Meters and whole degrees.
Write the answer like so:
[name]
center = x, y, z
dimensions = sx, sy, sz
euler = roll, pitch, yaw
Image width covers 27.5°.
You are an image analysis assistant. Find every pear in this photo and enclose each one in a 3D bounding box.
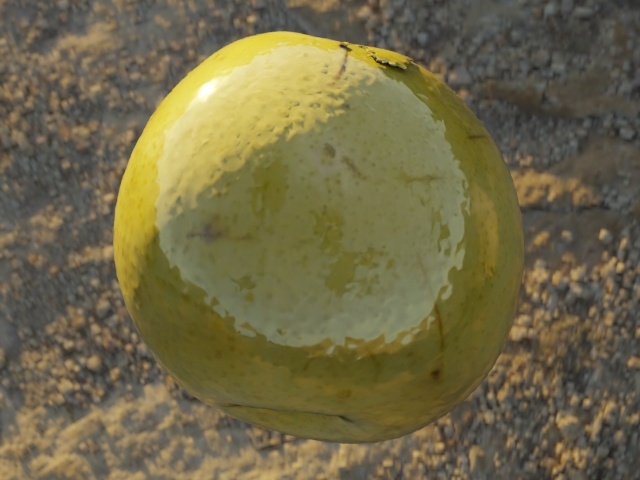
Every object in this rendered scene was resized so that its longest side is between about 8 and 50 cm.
[pear]
center = 0.000, 0.000, 1.073
dimensions = 0.348, 0.348, 0.348
euler = -2, 59, 4
